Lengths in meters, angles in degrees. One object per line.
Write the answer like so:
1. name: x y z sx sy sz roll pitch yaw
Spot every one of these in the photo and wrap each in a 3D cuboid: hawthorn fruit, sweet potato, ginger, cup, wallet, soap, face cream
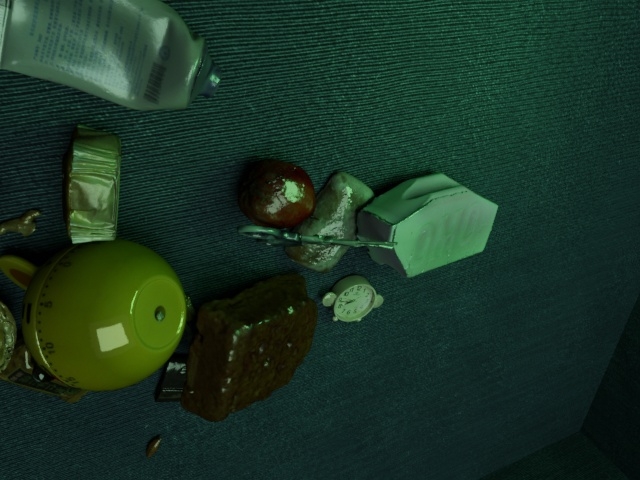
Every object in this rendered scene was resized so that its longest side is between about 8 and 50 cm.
1. hawthorn fruit: -0.092 -0.102 1.220 0.235 0.181 0.181 29 104 -37
2. sweet potato: -0.542 0.670 1.561 0.034 0.034 0.095 23 107 -36
3. ginger: -0.655 -0.031 1.064 0.097 0.030 0.048 -28 101 -12
4. cup: -0.331 0.271 1.374 0.102 0.099 0.074 -7 122 -23
5. wallet: -0.339 0.438 1.511 0.321 0.044 0.170 11 112 -32
6. soap: 0.314 -0.048 1.416 0.446 0.156 0.261 -14 126 -33
7. face cream: -0.401 -0.377 0.932 0.420 0.137 0.235 14 114 -24

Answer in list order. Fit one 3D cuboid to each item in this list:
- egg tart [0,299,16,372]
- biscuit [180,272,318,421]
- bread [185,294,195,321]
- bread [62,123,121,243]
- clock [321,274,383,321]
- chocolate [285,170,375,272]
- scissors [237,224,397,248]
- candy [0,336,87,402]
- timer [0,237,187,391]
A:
1. egg tart: -0.829 0.217 1.032 0.315 0.120 0.315 -6 112 -15
2. biscuit: -0.177 0.289 1.328 0.395 0.166 0.343 -19 129 -53
3. bread: -0.377 0.187 1.340 0.049 0.033 0.088 -34 135 -22
4. bread: -0.473 -0.116 0.998 0.109 0.192 0.210 2 119 -25
5. clock: 0.101 0.188 1.569 0.229 0.063 0.156 6 119 -27
6. chocolate: 0.039 -0.036 1.377 0.185 0.100 0.303 28 101 -34
7. scissors: 0.000 0.000 1.211 0.383 0.256 0.029 4 82 10
8. candy: -0.688 0.336 1.237 0.143 0.101 0.271 -35 135 4
9. timer: -0.510 0.166 1.097 0.387 0.376 0.376 -2 134 26
